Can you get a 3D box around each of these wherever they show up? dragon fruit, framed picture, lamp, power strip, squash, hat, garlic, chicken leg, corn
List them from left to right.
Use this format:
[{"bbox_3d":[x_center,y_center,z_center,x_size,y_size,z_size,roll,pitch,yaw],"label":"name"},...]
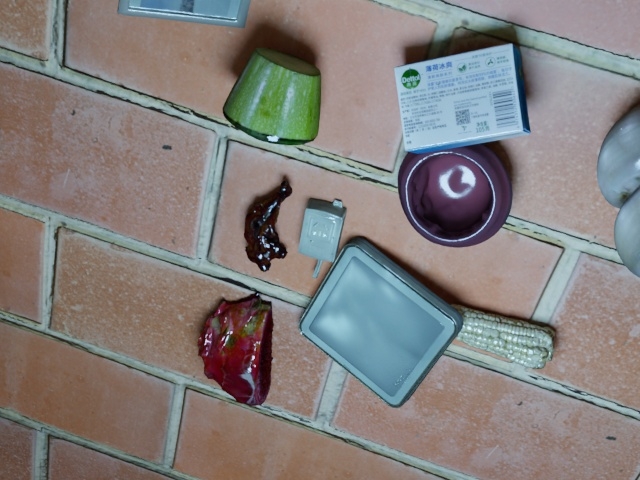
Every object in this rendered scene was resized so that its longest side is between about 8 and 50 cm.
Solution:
[{"bbox_3d":[-0.191,-0.462,1.419,0.213,0.016,0.289,2,138,-19],"label":"framed picture"},{"bbox_3d":[-0.169,0.238,1.900,0.162,0.189,0.262,-5,122,-16],"label":"dragon fruit"},{"bbox_3d":[-0.101,-0.027,1.748,0.089,0.048,0.219,12,125,6],"label":"chicken leg"},{"bbox_3d":[-0.069,-0.243,1.533,0.170,0.170,0.123,22,112,3],"label":"squash"},{"bbox_3d":[0.000,0.000,1.738,0.075,0.042,0.175,14,126,6],"label":"power strip"},{"bbox_3d":[0.110,0.162,1.768,0.269,0.047,0.266,38,128,11],"label":"lamp"},{"bbox_3d":[0.232,-0.087,1.575,0.205,0.089,0.206,7,112,17],"label":"hat"},{"bbox_3d":[0.336,0.182,1.729,0.210,0.087,0.087,13,126,12],"label":"corn"},{"bbox_3d":[0.556,-0.075,1.456,0.245,0.231,0.340,-28,145,-1],"label":"garlic"}]

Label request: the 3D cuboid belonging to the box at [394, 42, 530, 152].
[{"bbox_3d":[0.226,-0.223,1.464,0.194,0.073,0.139,-8,88,23],"label":"box"}]
